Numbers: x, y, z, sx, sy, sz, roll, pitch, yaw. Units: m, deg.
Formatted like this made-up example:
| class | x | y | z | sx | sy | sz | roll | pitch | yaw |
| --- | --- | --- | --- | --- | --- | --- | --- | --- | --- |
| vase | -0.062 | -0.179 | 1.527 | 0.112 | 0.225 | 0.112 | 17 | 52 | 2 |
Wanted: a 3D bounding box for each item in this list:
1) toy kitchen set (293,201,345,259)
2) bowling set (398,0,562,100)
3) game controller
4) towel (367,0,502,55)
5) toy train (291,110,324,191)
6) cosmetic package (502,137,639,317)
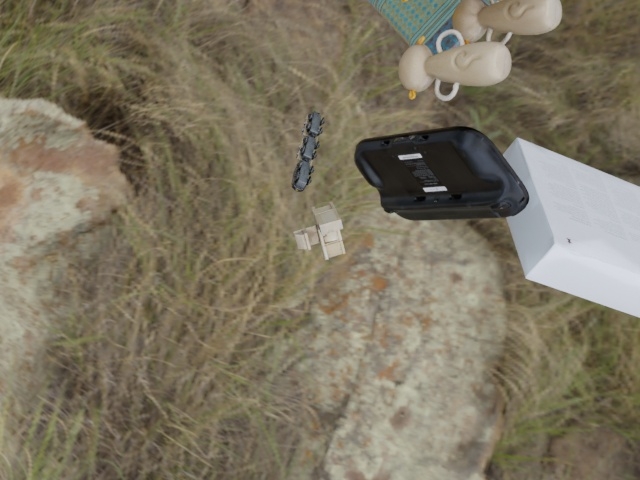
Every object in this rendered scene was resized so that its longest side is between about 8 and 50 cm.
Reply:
| class | x | y | z | sx | sy | sz | roll | pitch | yaw |
| --- | --- | --- | --- | --- | --- | --- | --- | --- | --- |
| toy kitchen set | 0.000 | 0.000 | 1.589 | 0.068 | 0.075 | 0.083 | -16 | 115 | -4 |
| bowling set | 0.176 | -0.275 | 1.126 | 0.200 | 0.154 | 0.287 | 9 | 86 | -47 |
| game controller | 0.178 | -0.101 | 1.657 | 0.067 | 0.319 | 0.166 | -42 | 112 | -27 |
| towel | 0.193 | -0.429 | 1.609 | 0.271 | 0.370 | 0.040 | -45 | 131 | 14 |
| toy train | -0.019 | -0.128 | 1.527 | 0.027 | 0.036 | 0.158 | 23 | 46 | -12 |
| cosmetic package | 0.506 | -0.007 | 1.902 | 0.377 | 0.284 | 0.097 | 19 | 126 | -22 |
